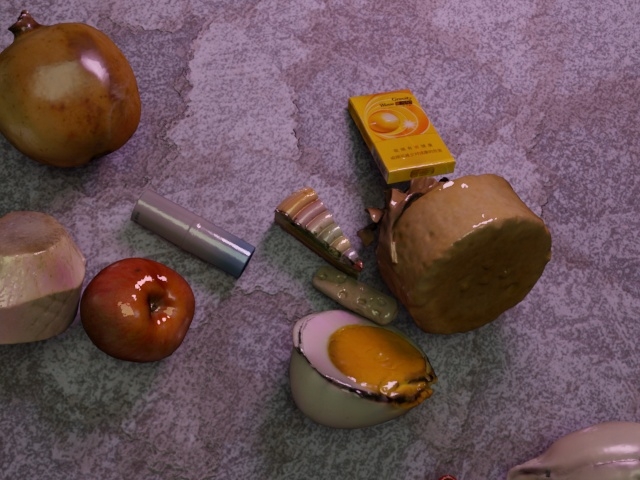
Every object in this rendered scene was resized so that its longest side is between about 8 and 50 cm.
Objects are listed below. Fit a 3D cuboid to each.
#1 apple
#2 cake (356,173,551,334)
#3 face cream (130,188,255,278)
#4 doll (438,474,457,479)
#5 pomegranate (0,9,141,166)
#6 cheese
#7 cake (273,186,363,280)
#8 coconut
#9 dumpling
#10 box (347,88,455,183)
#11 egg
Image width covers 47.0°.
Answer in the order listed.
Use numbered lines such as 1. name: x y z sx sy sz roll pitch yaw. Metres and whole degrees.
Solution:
1. apple: -0.339 0.132 1.387 0.209 0.164 0.209 17 66 -41
2. cake: 0.248 -0.018 1.483 0.332 0.332 0.321 -21 48 -15
3. face cream: -0.258 -0.014 1.503 0.250 0.077 0.077 30 72 -1
4. doll: 0.327 0.608 1.392 0.183 0.160 0.363 -30 82 -15
5. pomegranate: -0.496 -0.282 1.443 0.308 0.307 0.307 3 74 -9
6. cheese: 0.070 0.112 1.506 0.194 0.043 0.065 28 61 26
7. cake: 0.013 -0.016 1.535 0.225 0.109 0.090 39 72 3
8. coconut: -0.559 0.080 1.350 0.259 0.259 0.259 3 74 -9
9. dumpling: 0.574 0.518 1.433 0.395 0.233 0.315 -11 80 2
10. box: 0.171 -0.232 1.594 0.152 0.043 0.269 -10 48 -14
11. egg: 0.069 0.268 1.434 0.287 0.174 0.264 1 33 -26
